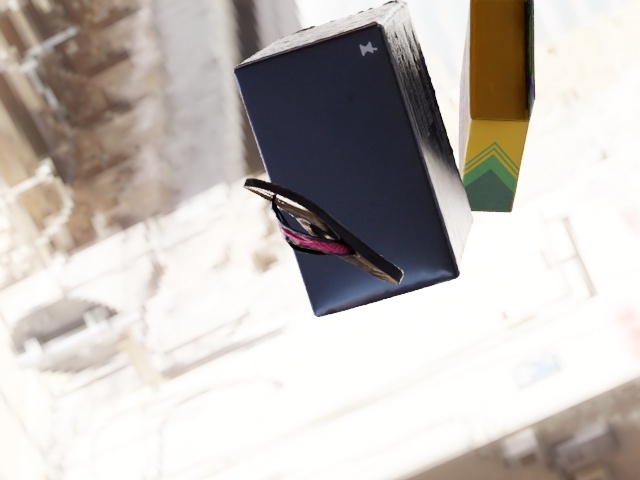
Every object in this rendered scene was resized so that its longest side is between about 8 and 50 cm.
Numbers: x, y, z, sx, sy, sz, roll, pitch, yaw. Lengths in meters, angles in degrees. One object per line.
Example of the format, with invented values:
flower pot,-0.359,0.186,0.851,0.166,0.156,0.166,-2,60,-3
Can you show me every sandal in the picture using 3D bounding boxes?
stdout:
sandal,0.000,0.000,1.614,0.179,0.040,0.067,36,170,-21

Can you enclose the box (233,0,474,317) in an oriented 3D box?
box,0.045,-0.103,2.007,0.294,0.182,0.296,-58,-49,-76

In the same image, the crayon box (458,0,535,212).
crayon box,0.234,-0.197,2.362,0.323,0.083,0.203,90,-178,-65
